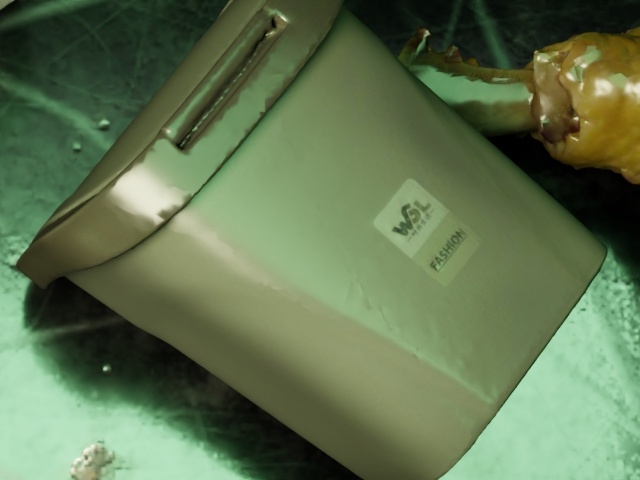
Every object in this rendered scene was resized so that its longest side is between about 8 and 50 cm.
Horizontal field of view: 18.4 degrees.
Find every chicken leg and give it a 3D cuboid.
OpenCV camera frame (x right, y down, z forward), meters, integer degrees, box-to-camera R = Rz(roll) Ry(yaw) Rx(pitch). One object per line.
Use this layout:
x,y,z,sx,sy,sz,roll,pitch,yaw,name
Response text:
0.240,-0.041,1.163,0.409,0.182,0.295,1,89,0,chicken leg

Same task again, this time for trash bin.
0.000,0.000,1.087,0.250,0.219,0.220,39,74,-2,trash bin

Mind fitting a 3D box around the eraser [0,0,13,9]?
-0.227,-0.207,1.112,0.068,0.210,0.124,-43,83,-18,eraser
